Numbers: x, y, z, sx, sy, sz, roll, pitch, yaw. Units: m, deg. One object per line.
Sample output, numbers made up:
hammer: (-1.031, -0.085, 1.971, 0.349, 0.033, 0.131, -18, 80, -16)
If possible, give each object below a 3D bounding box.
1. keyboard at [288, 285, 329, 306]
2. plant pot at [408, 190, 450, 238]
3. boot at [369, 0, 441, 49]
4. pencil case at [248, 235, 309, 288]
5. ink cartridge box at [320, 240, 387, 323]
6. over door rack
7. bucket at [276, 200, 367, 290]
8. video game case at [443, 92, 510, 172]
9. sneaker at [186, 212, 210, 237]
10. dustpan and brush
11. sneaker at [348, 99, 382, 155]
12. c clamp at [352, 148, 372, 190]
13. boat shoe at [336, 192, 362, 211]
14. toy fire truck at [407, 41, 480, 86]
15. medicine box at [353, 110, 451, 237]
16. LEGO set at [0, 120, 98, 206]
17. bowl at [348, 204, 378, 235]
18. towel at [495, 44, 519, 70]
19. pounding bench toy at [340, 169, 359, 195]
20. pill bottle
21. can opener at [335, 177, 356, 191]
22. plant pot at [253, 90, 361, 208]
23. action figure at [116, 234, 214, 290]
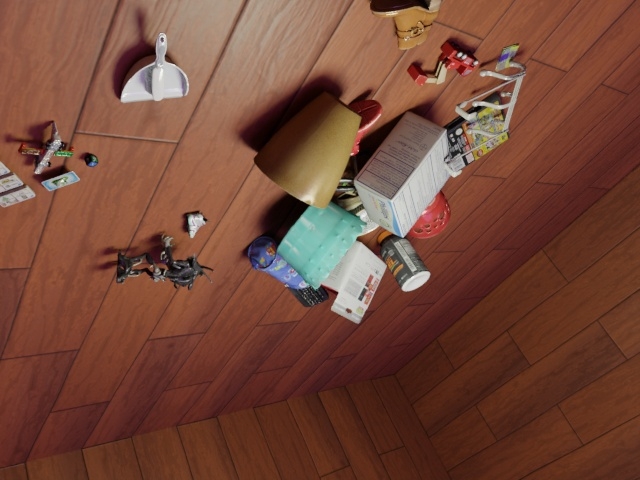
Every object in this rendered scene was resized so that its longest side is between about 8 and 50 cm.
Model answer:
keyboard: (-0.015, 0.197, 2.431, 0.201, 0.033, 0.317, -29, 153, 2)
plant pot: (0.358, -0.128, 2.069, 0.191, 0.191, 0.174, -32, 142, 6)
boot: (0.201, -0.528, 1.391, 0.197, 0.073, 0.152, -17, 154, -15)
pencil case: (-0.136, 0.086, 2.044, 0.133, 0.119, 0.306, -54, 148, 0)
ink cartridge box: (0.105, 0.155, 2.230, 0.272, 0.130, 0.309, -64, 150, -8)
over door rack: (0.484, -0.381, 1.749, 0.324, 0.108, 0.239, -39, 149, -27)
bucket: (0.000, 0.000, 1.857, 0.281, 0.183, 0.281, -51, 177, -3)
video game case: (0.524, -0.359, 1.987, 0.248, 0.035, 0.275, -34, 150, 10)
sneaker: (-0.363, -0.047, 1.714, 0.069, 0.038, 0.098, -15, 150, -21)
dustpan and brush: (-0.342, -0.357, 1.201, 0.147, 0.060, 0.211, -13, 148, -25)
sneaker: (0.099, -0.318, 1.653, 0.221, 0.087, 0.128, -28, 163, 25)
c clamp: (0.124, -0.218, 1.795, 0.137, 0.022, 0.161, -31, 117, -41)
boat shoe: (0.144, -0.166, 1.942, 0.190, 0.068, 0.072, -31, 140, 6)
toy fire truck: (0.348, -0.485, 1.613, 0.192, 0.047, 0.135, 3, 139, -45)
medicine box: (0.265, -0.200, 1.794, 0.289, 0.149, 0.263, -51, 153, -10)
LEGO set: (-0.638, -0.169, 1.292, 0.244, 0.060, 0.182, -22, 163, -9)
bowl: (0.148, -0.098, 2.036, 0.170, 0.080, 0.170, -21, 152, -12)
towel: (0.563, -0.551, 1.733, 0.060, 0.009, 0.083, -20, 151, -14)
pounding bench toy: (0.093, -0.188, 1.870, 0.083, 0.052, 0.065, 8, 136, -47)
pill bottle: (0.321, 0.070, 2.289, 0.130, 0.246, 0.130, -22, 150, -14)
can opener: (0.026, -0.175, 1.806, 0.186, 0.059, 0.073, -8, -168, -4)
plant pot: (-0.013, -0.256, 1.521, 0.237, 0.237, 0.254, 14, 116, -51)
action figure: (-0.462, 0.067, 1.717, 0.275, 0.141, 0.164, 3, 140, -19)
